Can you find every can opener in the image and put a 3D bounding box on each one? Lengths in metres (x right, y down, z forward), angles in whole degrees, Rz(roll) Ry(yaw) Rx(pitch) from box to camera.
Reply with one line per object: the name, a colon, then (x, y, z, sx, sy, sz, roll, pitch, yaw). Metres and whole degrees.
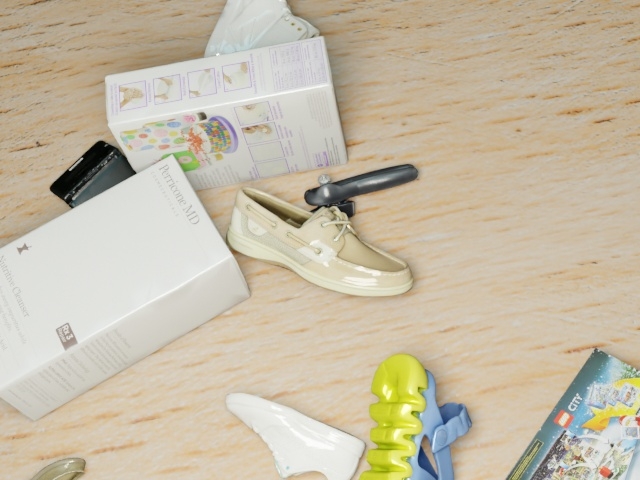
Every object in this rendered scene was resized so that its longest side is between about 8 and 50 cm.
can opener: (0.063, -0.085, 1.547, 0.186, 0.073, 0.059, -21, 26, -6)

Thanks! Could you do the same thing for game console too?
game console: (-0.367, -0.092, 1.622, 0.122, 0.071, 0.107, -46, 38, -14)

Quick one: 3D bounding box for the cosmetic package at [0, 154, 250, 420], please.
cosmetic package: (-0.323, 0.069, 1.464, 0.385, 0.156, 0.217, -32, 64, -7)

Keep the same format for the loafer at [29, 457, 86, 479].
loafer: (-0.394, 0.361, 1.399, 0.148, 0.056, 0.050, -33, 66, 3)

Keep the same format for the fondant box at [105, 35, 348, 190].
fondant box: (-0.135, -0.182, 1.507, 0.330, 0.238, 0.096, -11, 65, 2)

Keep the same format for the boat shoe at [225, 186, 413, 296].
boat shoe: (0.000, 0.000, 1.465, 0.302, 0.109, 0.098, 20, 112, 20)

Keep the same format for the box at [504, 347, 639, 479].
box: (0.379, 0.278, 1.319, 0.159, 0.044, 0.233, 29, 72, 34)

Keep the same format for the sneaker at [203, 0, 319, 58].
sneaker: (-0.069, -0.390, 1.675, 0.169, 0.108, 0.293, 17, 79, 13)

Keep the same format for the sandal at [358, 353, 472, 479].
sandal: (0.124, 0.320, 1.318, 0.138, 0.126, 0.318, 21, 78, -27)

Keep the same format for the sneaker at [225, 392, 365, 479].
sneaker: (-0.049, 0.283, 1.380, 0.212, 0.080, 0.094, 21, 82, 15)
